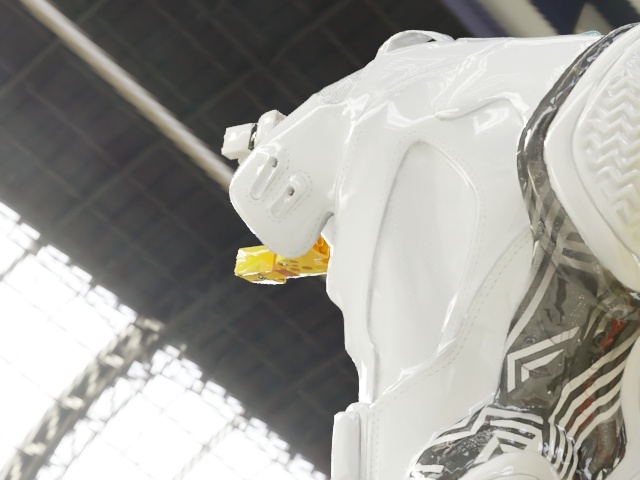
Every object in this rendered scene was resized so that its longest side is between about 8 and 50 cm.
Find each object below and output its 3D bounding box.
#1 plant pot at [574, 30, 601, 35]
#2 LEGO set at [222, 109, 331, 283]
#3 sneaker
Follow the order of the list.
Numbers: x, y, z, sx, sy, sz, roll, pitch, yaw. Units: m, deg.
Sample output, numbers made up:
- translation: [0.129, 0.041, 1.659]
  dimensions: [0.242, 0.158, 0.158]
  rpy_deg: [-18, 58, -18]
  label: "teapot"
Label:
- translation: [0.200, -0.066, 1.184]
  dimensions: [0.166, 0.165, 0.234]
  rpy_deg: [-15, -24, -2]
  label: "plant pot"
- translation: [0.000, 0.000, 0.943]
  dimensions: [0.093, 0.087, 0.227]
  rpy_deg: [-8, -25, 38]
  label: "LEGO set"
- translation: [0.050, 0.059, 0.645]
  dimensions: [0.210, 0.366, 0.137]
  rpy_deg: [16, -10, 41]
  label: "sneaker"
